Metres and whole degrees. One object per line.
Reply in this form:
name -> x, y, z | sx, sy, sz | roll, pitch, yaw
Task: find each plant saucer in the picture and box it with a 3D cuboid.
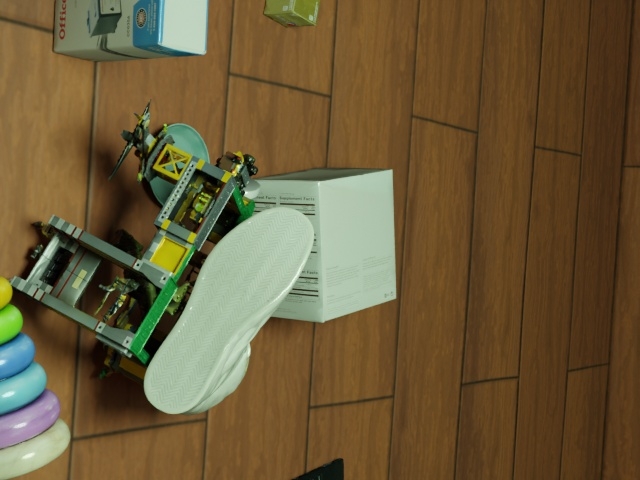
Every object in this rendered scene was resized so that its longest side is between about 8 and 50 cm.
plant saucer -> -0.197, -0.098, 1.520 | 0.119, 0.021, 0.119 | -6, 98, -54

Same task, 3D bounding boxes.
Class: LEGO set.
LEGO set -> -0.236, 0.005, 1.386 | 0.331, 0.192, 0.255 | -62, 170, -5

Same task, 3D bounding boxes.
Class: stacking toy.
stacking toy -> -0.375, 0.087, 1.220 | 0.141, 0.141, 0.330 | -23, 106, -50

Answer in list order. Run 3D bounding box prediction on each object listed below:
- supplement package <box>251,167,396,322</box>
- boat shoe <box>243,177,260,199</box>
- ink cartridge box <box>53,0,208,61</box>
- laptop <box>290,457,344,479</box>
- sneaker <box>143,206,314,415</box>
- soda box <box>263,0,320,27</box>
supplement package -> 0.000, 0.000, 1.688 | 0.194, 0.149, 0.203 | -13, 103, -52
boat shoe -> -0.113, -0.066, 1.560 | 0.049, 0.142, 0.040 | 6, 102, -11
ink cartridge box -> -0.224, -0.287, 1.325 | 0.082, 0.190, 0.140 | 0, 93, -52
laptop -> 0.009, 0.496, 1.758 | 0.264, 0.136, 0.234 | -10, 102, -53
sneaker -> -0.112, 0.093, 1.423 | 0.292, 0.108, 0.169 | -53, 171, -10
soda box -> -0.031, -0.416, 1.684 | 0.061, 0.058, 0.181 | 18, 78, -53
